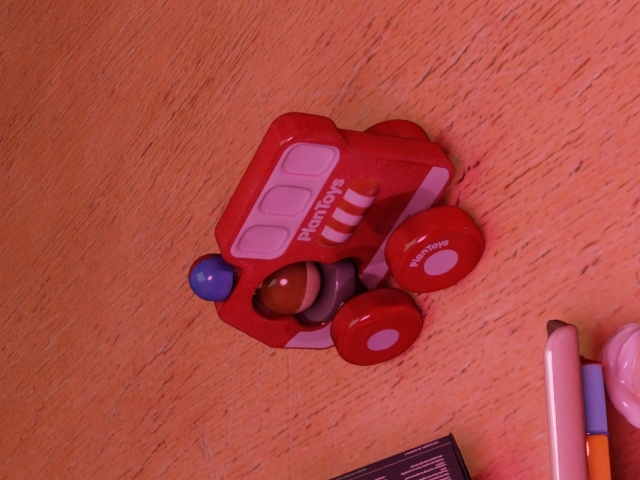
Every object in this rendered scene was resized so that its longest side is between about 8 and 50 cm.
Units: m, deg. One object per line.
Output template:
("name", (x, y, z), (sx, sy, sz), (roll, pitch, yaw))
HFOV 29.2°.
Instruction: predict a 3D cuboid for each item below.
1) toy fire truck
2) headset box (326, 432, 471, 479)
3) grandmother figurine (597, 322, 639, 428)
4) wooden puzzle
("toy fire truck", (0.000, 0.000, 1.275), (0.302, 0.254, 0.169), (-56, 41, 36))
("headset box", (0.062, 0.360, 1.112), (0.131, 0.246, 0.283), (64, -175, -55))
("grandmother figurine", (0.325, 0.083, 0.878), (0.342, 0.104, 0.208), (-23, 89, 62))
("wooden puzzle", (0.207, 0.175, 0.976), (0.238, 0.044, 0.221), (11, -105, -78))
